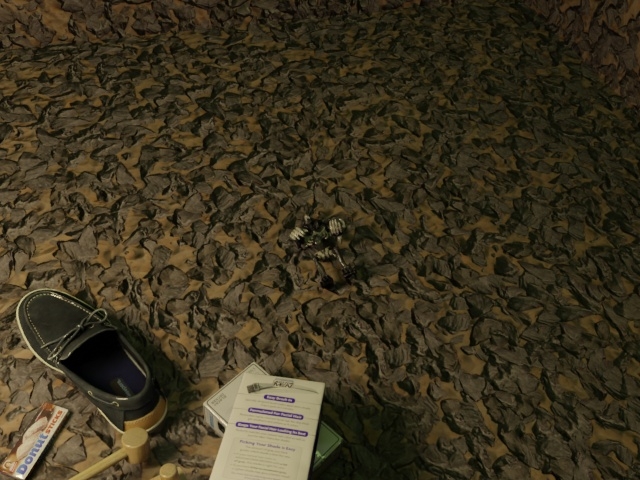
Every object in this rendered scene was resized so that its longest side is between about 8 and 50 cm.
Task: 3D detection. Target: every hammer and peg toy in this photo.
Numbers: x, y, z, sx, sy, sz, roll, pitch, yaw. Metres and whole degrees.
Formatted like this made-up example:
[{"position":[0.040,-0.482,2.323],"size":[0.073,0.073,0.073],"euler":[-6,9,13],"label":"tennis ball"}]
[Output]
[{"position":[-0.376,0.568,1.429],"size":[0.266,0.127,0.361],"euler":[-21,41,-25],"label":"hammer and peg toy"}]

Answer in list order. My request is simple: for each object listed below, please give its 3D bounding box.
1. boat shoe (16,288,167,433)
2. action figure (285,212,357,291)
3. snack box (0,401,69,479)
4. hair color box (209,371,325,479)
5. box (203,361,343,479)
[{"position":[-0.549,0.256,1.687],"size":[0.500,0.156,0.187],"euler":[37,55,26],"label":"boat shoe"},{"position":[0.000,0.000,2.004],"size":[0.164,0.141,0.276],"euler":[-23,55,-11],"label":"action figure"},{"position":[-0.635,0.446,1.587],"size":[0.064,0.022,0.178],"euler":[17,47,7],"label":"snack box"},{"position":[-0.104,0.429,1.441],"size":[0.185,0.110,0.339],"euler":[7,35,6],"label":"hair color box"},{"position":[-0.110,0.433,1.622],"size":[0.290,0.087,0.169],"euler":[35,52,24],"label":"box"}]
